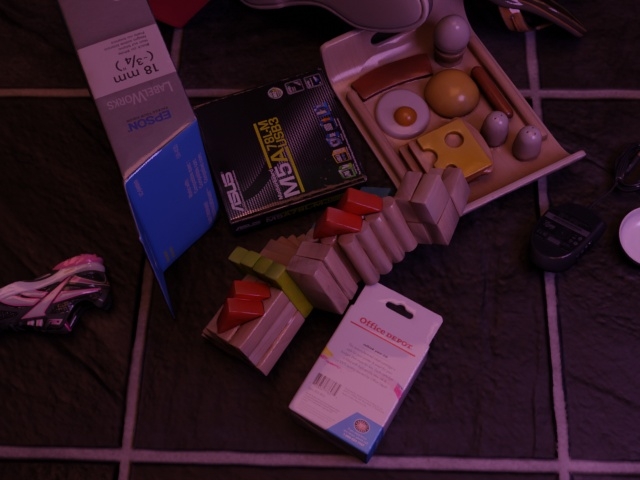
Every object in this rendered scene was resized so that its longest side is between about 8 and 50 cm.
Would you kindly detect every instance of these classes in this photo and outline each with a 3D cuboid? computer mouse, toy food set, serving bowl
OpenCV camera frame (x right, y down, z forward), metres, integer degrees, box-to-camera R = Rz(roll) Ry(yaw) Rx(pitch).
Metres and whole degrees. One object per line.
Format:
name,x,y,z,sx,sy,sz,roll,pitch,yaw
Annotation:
computer mouse,0.345,-0.040,1.137,0.242,0.041,0.071,-40,53,-20
toy food set,0.165,-0.178,1.174,0.220,0.092,0.306,-26,66,-10
serving bowl,0.407,0.000,1.115,0.083,0.027,0.083,-1,66,3

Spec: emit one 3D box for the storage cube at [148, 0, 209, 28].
storage cube,-0.215,-0.438,1.218,0.193,0.215,0.183,-32,58,37

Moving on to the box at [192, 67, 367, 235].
box,-0.055,-0.119,1.184,0.184,0.045,0.190,-16,65,-7

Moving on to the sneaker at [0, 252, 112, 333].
sneaker,-0.335,0.083,1.092,0.178,0.072,0.077,-27,77,-3

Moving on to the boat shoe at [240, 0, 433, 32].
boat shoe,0.020,-0.358,1.215,0.335,0.112,0.095,19,51,35

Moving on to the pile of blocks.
pile of blocks,0.000,0.000,1.049,0.362,0.112,0.149,-35,45,-2

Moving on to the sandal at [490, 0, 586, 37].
sandal,0.259,-0.319,1.233,0.219,0.060,0.090,13,35,-19

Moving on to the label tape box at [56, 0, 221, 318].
label tape box,-0.195,-0.108,1.078,0.106,0.240,0.333,-21,67,-9

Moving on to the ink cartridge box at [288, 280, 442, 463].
ink cartridge box,0.055,0.149,1.044,0.104,0.061,0.181,28,70,15
